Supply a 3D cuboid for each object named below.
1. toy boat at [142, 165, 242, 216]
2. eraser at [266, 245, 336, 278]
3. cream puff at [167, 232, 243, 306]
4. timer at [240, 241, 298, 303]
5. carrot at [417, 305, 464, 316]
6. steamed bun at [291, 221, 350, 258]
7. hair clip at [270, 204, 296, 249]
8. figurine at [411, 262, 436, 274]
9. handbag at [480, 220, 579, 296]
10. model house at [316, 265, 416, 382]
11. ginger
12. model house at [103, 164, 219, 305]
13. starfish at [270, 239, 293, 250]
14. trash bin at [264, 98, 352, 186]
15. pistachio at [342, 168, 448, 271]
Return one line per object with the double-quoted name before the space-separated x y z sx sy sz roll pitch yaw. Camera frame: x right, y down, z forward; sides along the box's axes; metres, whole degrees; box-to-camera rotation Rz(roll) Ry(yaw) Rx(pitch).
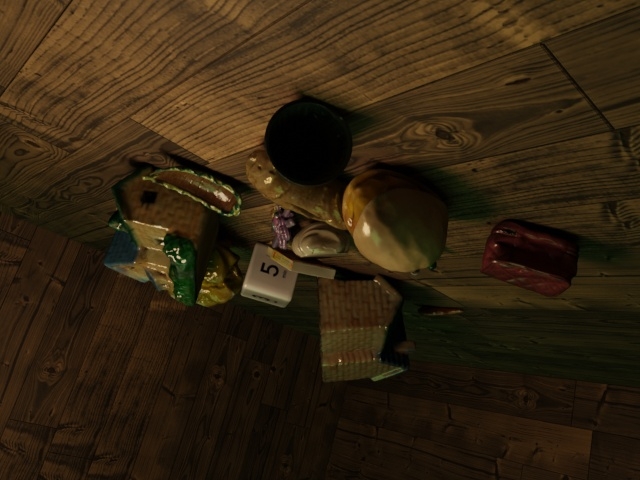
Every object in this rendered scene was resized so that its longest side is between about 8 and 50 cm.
"toy boat" -0.358 -0.157 1.591 0.292 0.099 0.108 21 132 -24
"eraser" -0.068 0.070 1.819 0.157 0.038 0.230 12 -174 -27
"cream puff" -0.447 0.076 2.134 0.378 0.276 0.378 35 -163 -12
"timer" -0.196 0.140 2.204 0.194 0.195 0.192 18 162 -6
"carrot" 0.510 0.301 2.356 0.216 0.048 0.048 -6 153 40
"steamed bun" 0.000 0.000 1.735 0.182 0.106 0.183 -3 173 0
"hair clip" -0.118 -0.033 1.753 0.090 0.137 0.278 -9 166 -3
"figurine" 0.287 0.047 1.694 0.147 0.094 0.197 34 176 17
"handbag" 0.527 0.044 1.406 0.224 0.136 0.146 18 163 6
"model house" 0.184 0.320 2.257 0.399 0.395 0.446 -1 144 2
"ginger" -0.033 -0.120 1.391 0.353 0.127 0.190 24 155 -21
"model house" -0.525 -0.029 1.781 0.342 0.335 0.382 15 153 -3
"starfish" -0.088 0.023 1.997 0.209 0.053 0.150 11 157 19
"trash bin" -0.036 -0.188 1.162 0.175 0.176 0.161 18 173 -9
"pistachio" 0.183 -0.043 1.332 0.229 0.230 0.308 -2 151 44
